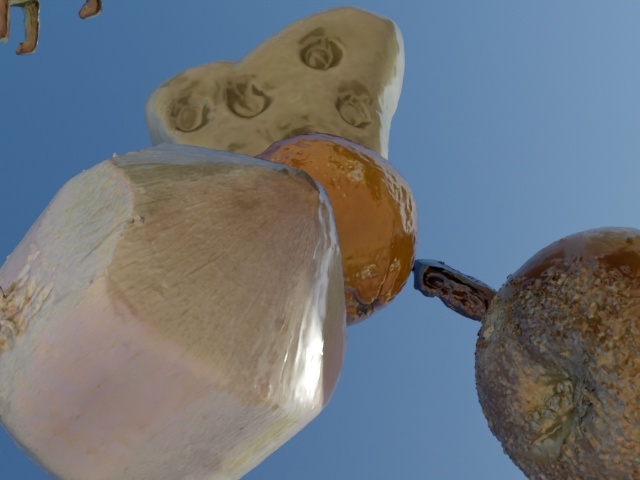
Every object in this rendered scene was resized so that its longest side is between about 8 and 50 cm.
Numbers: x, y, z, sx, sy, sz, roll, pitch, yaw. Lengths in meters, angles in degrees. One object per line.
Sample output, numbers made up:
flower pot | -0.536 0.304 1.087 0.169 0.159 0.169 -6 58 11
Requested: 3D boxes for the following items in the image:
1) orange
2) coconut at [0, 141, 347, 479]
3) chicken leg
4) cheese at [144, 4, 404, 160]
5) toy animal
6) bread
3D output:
orange | -0.002 -0.003 0.741 0.178 0.177 0.155 1 -143 -14
coconut | -0.088 0.041 0.547 0.224 0.234 0.224 29 -151 -18
chicken leg | 0.227 0.083 1.196 0.253 0.106 0.051 24 -79 20
cheese | 0.010 -0.112 1.051 0.351 0.129 0.328 -26 -117 -19
toy animal | -0.233 -0.214 0.703 0.057 0.241 0.099 -14 -91 -48
bread | 0.275 0.138 0.869 0.159 0.305 0.305 -11 -113 -38
